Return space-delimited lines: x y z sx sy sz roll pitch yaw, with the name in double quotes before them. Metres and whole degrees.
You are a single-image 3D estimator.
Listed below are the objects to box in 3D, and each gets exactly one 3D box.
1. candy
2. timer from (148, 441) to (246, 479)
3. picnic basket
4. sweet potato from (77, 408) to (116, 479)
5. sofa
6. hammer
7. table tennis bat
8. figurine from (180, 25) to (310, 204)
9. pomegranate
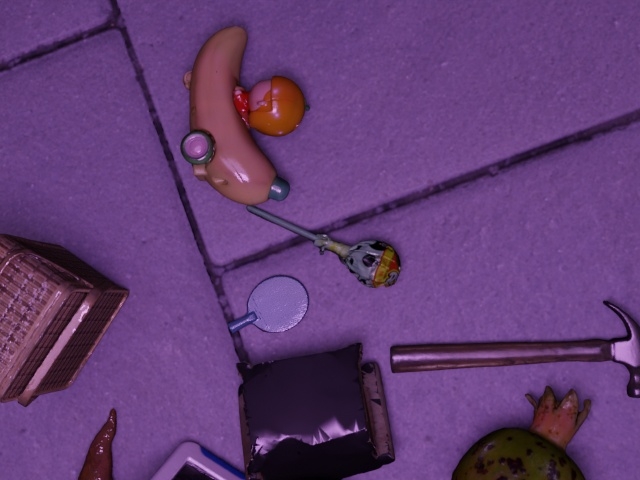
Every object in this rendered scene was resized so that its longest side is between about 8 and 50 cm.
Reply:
"candy" 0.000 0.000 1.725 0.305 0.091 0.083 24 99 13
"timer" -0.218 0.458 1.631 0.178 0.253 0.078 30 117 8
"picnic basket" -0.476 0.135 1.638 0.175 0.313 0.228 33 89 8
"sweet potato" -0.397 0.412 1.737 0.068 0.068 0.226 11 87 6
"sofa" -0.014 0.305 1.681 0.258 0.182 0.200 -11 68 4
"hammer" 0.340 0.199 1.691 0.440 0.044 0.168 -4 87 5
"table tennis bat" -0.094 0.124 1.751 0.155 0.019 0.100 -29 84 1
"figurine" -0.132 -0.223 1.727 0.222 0.124 0.324 -4 82 5
"pomegranate" 0.326 0.375 1.599 0.231 0.231 0.285 5 76 6
